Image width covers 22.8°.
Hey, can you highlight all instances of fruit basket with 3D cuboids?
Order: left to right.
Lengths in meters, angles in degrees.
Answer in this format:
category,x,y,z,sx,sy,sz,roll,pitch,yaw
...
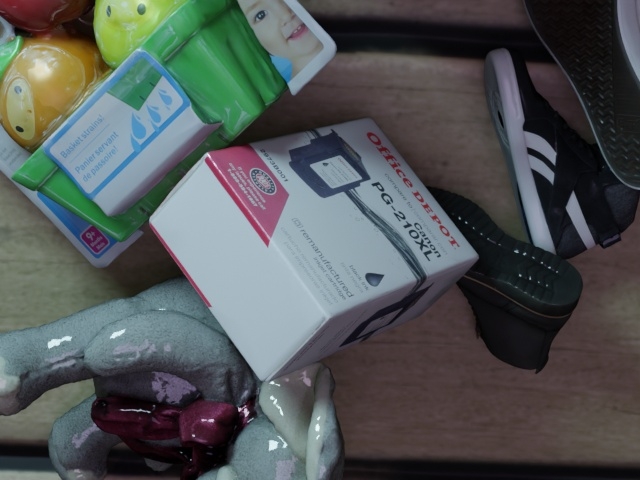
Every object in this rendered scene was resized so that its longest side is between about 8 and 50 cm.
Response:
category,x,y,z,sx,sy,sz,roll,pitch,yaw
fruit basket,-0.212,-0.183,1.321,0.353,0.165,0.327,45,118,-11

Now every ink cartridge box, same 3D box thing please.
category,x,y,z,sx,sy,sz,roll,pitch,yaw
ink cartridge box,0.000,0.000,1.352,0.172,0.237,0.100,53,125,14

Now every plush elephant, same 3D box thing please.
category,x,y,z,sx,sy,sz,roll,pitch,yaw
plush elephant,-0.094,0.174,1.406,0.330,0.272,0.255,-27,62,-11

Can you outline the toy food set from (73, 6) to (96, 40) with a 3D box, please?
category,x,y,z,sx,sy,sz,roll,pitch,yaw
toy food set,-0.203,-0.214,1.418,0.082,0.020,0.083,16,106,-8

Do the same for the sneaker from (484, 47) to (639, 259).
category,x,y,z,sx,sy,sz,roll,pitch,yaw
sneaker,0.229,-0.091,1.459,0.121,0.079,0.217,-18,115,-1

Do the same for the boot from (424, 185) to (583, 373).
category,x,y,z,sx,sy,sz,roll,pitch,yaw
boot,0.141,0.044,1.495,0.198,0.077,0.137,35,148,19

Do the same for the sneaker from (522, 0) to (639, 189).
category,x,y,z,sx,sy,sz,roll,pitch,yaw
sneaker,0.269,-0.193,1.430,0.106,0.123,0.290,-17,94,44
